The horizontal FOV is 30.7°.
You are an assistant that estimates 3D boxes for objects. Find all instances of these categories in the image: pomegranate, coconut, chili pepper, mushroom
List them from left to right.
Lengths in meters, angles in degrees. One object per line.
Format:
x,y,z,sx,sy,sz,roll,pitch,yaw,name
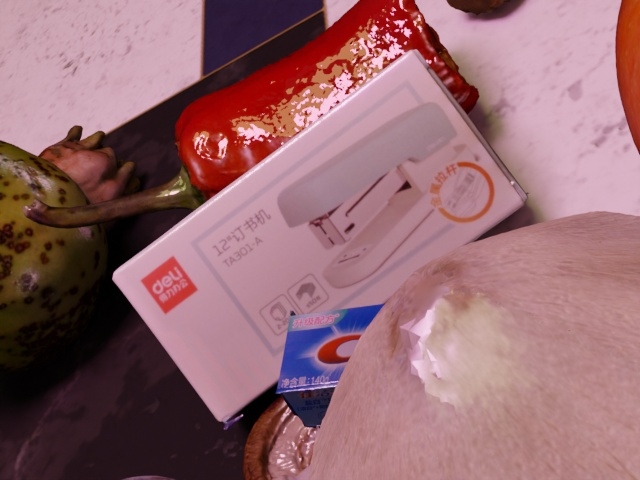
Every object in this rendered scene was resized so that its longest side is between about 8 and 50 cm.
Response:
-0.270,0.008,1.031,0.222,0.277,0.203,17,105,27,pomegranate
-0.045,-0.064,0.915,0.338,0.134,0.131,-32,-3,7,chili pepper
0.006,0.137,0.746,0.123,0.052,0.123,-18,43,18,mushroom
0.118,0.105,0.506,0.237,0.266,0.237,-32,35,26,coconut

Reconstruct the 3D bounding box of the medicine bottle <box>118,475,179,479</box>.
-0.051,0.251,0.598,0.165,0.165,0.273,-50,40,-9,medicine bottle

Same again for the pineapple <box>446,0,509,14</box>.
0.163,-0.262,0.983,0.074,0.074,0.159,14,56,47,pineapple

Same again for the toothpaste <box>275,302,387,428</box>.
0.109,0.064,0.686,0.272,0.053,0.066,-9,49,21,toothpaste

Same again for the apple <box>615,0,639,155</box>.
0.280,-0.113,0.624,0.252,0.206,0.271,-3,54,43,apple

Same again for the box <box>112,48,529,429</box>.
0.000,0.000,0.809,0.269,0.135,0.079,-36,-1,8,box
